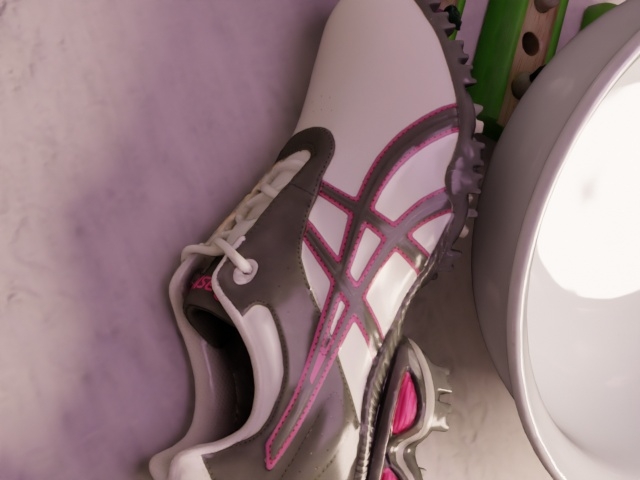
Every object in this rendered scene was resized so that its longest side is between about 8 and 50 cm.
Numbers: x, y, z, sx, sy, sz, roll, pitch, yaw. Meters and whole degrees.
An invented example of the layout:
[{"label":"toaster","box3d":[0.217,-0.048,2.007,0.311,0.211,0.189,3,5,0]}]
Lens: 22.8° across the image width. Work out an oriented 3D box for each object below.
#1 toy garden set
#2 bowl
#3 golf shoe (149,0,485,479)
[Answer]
[{"label":"toy garden set","box3d":[0.156,-0.137,0.884,0.244,0.049,0.203,27,69,-31]},{"label":"bowl","box3d":[0.185,-0.011,0.811,0.298,0.134,0.297,-11,114,-27]},{"label":"golf shoe","box3d":[0.000,0.000,0.724,0.120,0.105,0.272,12,77,-27]}]
